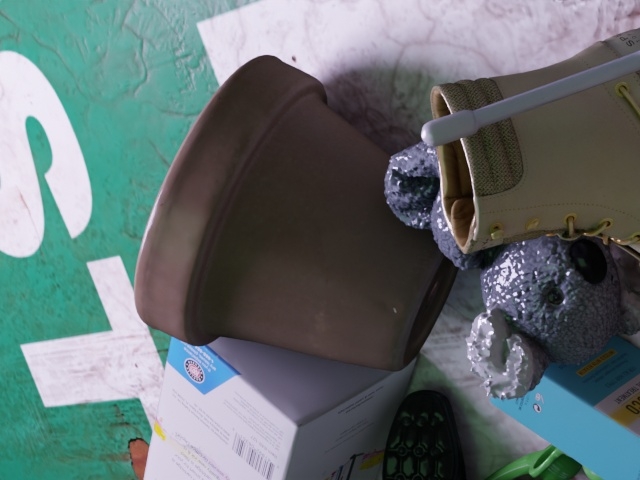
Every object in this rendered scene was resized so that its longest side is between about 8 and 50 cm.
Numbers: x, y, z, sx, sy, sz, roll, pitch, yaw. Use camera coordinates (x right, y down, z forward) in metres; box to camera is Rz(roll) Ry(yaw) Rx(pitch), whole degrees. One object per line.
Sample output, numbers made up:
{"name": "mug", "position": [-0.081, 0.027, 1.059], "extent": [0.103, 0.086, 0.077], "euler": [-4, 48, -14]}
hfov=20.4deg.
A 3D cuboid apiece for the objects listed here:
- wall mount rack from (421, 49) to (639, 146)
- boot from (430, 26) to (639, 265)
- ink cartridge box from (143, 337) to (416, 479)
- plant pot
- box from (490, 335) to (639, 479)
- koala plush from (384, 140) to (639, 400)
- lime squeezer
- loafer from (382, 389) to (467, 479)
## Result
{"name": "wall mount rack", "position": [0.176, -0.225, 1.196], "extent": [0.304, 0.130, 0.350], "euler": [-39, 57, 32]}
{"name": "boot", "position": [0.194, -0.008, 1.254], "extent": [0.095, 0.203, 0.262], "euler": [174, 80, -74]}
{"name": "ink cartridge box", "position": [-0.044, 0.178, 1.720], "extent": [0.171, 0.168, 0.233], "euler": [38, 134, 26]}
{"name": "plant pot", "position": [0.000, 0.000, 1.553], "extent": [0.229, 0.263, 0.263], "euler": [24, 129, 12]}
{"name": "box", "position": [0.264, 0.152, 1.440], "extent": [0.244, 0.100, 0.060], "euler": [33, 131, 30]}
{"name": "koala plush", "position": [0.167, 0.001, 1.407], "extent": [0.203, 0.196, 0.221], "euler": [-23, 94, 61]}
{"name": "lime squeezer", "position": [0.237, 0.202, 1.546], "extent": [0.310, 0.059, 0.110], "euler": [3, 146, 44]}
{"name": "loafer", "position": [0.102, 0.248, 1.679], "extent": [0.076, 0.078, 0.223], "euler": [0, 96, 18]}
